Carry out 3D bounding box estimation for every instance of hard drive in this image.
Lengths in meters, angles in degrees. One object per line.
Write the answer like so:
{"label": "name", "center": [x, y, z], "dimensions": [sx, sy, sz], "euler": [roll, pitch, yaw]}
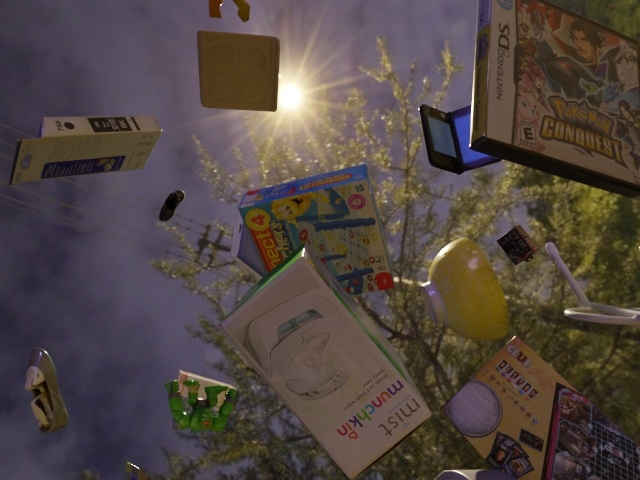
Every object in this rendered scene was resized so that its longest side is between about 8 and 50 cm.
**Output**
{"label": "hard drive", "center": [-0.211, 0.031, 1.635], "dimensions": [0.319, 0.040, 0.210], "euler": [50, -142, -54]}

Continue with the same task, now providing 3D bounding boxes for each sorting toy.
{"label": "sorting toy", "center": [-0.228, -0.519, 1.268], "dimensions": [0.041, 0.229, 0.307], "euler": [-93, 8, -55]}

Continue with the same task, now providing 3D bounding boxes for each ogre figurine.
{"label": "ogre figurine", "center": [-0.303, 0.429, 1.162], "dimensions": [0.197, 0.097, 0.118], "euler": [37, -137, -47]}

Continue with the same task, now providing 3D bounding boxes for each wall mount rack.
{"label": "wall mount rack", "center": [0.569, 0.072, 0.777], "dimensions": [0.350, 0.304, 0.130], "euler": [3, -89, -4]}

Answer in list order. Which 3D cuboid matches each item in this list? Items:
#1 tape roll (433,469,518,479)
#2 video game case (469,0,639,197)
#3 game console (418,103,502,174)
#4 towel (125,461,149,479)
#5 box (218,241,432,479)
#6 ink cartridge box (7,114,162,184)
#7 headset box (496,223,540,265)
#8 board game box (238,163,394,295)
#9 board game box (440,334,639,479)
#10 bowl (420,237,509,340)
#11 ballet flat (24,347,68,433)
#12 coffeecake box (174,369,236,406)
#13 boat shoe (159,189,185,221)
{"label": "tape roll", "center": [0.209, 0.412, 0.574], "dimensions": [0.072, 0.219, 0.219], "euler": [8, -91, -16]}
{"label": "video game case", "center": [0.336, -0.208, 0.627], "dimensions": [0.275, 0.035, 0.248], "euler": [12, -106, -15]}
{"label": "game console", "center": [0.272, -0.212, 0.884], "dimensions": [0.124, 0.085, 0.144], "euler": [9, -116, -31]}
{"label": "towel", "center": [-0.455, 0.592, 1.122], "dimensions": [0.009, 0.083, 0.060], "euler": [-15, -60, -60]}
{"label": "box", "center": [0.003, 0.135, 0.610], "dimensions": [0.127, 0.262, 0.231], "euler": [-40, -88, 1]}
{"label": "ink cartridge box", "center": [-0.565, -0.223, 1.087], "dimensions": [0.332, 0.165, 0.065], "euler": [-21, -105, -49]}
{"label": "headset box", "center": [0.473, 0.014, 1.081], "dimensions": [0.032, 0.062, 0.083], "euler": [-19, -113, -38]}
{"label": "board game box", "center": [0.000, 0.000, 1.099], "dimensions": [0.086, 0.302, 0.308], "euler": [-82, -24, -58]}
{"label": "board game box", "center": [0.315, 0.279, 0.634], "dimensions": [0.165, 0.243, 0.042], "euler": [-47, -33, 7]}
{"label": "bowl", "center": [0.368, 0.152, 1.236], "dimensions": [0.156, 0.289, 0.289], "euler": [-19, -65, -2]}
{"label": "ballet flat", "center": [-0.689, 0.371, 1.120], "dimensions": [0.213, 0.072, 0.068], "euler": [67, -164, 6]}
{"label": "coffeecake box", "center": [-0.383, 0.485, 1.482], "dimensions": [0.185, 0.142, 0.068], "euler": [22, -107, -13]}
{"label": "boat shoe", "center": [-0.485, -0.109, 1.453], "dimensions": [0.049, 0.133, 0.042], "euler": [46, -154, 1]}
